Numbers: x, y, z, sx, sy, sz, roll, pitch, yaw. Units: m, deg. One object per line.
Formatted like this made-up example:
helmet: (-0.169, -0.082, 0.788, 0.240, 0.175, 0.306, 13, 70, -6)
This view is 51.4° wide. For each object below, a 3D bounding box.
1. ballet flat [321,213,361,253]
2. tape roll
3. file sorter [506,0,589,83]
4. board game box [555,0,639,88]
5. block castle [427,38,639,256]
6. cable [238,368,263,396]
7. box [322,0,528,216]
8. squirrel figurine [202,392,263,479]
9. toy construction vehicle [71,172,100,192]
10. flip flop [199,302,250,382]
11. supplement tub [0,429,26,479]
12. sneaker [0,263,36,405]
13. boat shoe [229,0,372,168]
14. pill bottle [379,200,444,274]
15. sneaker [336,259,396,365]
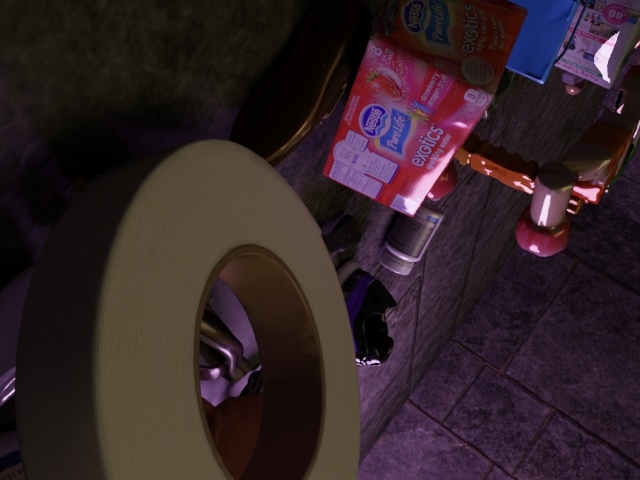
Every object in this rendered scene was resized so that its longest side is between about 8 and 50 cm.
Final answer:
ballet flat: (0.000, 0.000, 0.968, 0.057, 0.049, 0.173, -30, 173, 36)
tape roll: (-0.071, 0.111, 0.554, 0.392, 0.072, 0.392, 39, 45, -54)
file sorter: (0.261, -0.314, 0.890, 0.104, 0.170, 0.118, -43, 156, -38)
board game box: (0.370, -0.388, 0.949, 0.097, 0.224, 0.303, -52, 160, -21)
block castle: (0.391, -0.209, 1.152, 0.453, 0.303, 0.213, -48, 152, -22)
cable: (-0.102, 0.266, 1.124, 0.184, 0.047, 0.151, -27, 149, -57)
box: (0.101, -0.151, 0.724, 0.257, 0.128, 0.123, 112, 4, -64)
squirrel figurine: (-0.144, 0.404, 0.893, 0.371, 0.281, 0.397, -70, 165, 14)
toy construction vehicle: (-0.180, -0.013, 0.555, 0.086, 0.035, 0.098, -70, 160, 5)
flip flop: (-0.143, 0.110, 0.727, 0.080, 0.112, 0.277, -38, 160, -15)
supplement tub: (-0.220, 0.347, 0.567, 0.235, 0.324, 0.235, -46, 156, -26)
sneaker: (-0.263, 0.109, 0.497, 0.212, 0.080, 0.094, -41, 175, -28)
boat shoe: (-0.011, -0.149, 0.662, 0.207, 0.073, 0.073, -55, 156, -5)
pill bottle: (0.170, -0.008, 1.264, 0.078, 0.078, 0.137, -10, 130, -63)
sneaker: (0.049, 0.191, 1.188, 0.102, 0.146, 0.293, -26, 144, -53)
